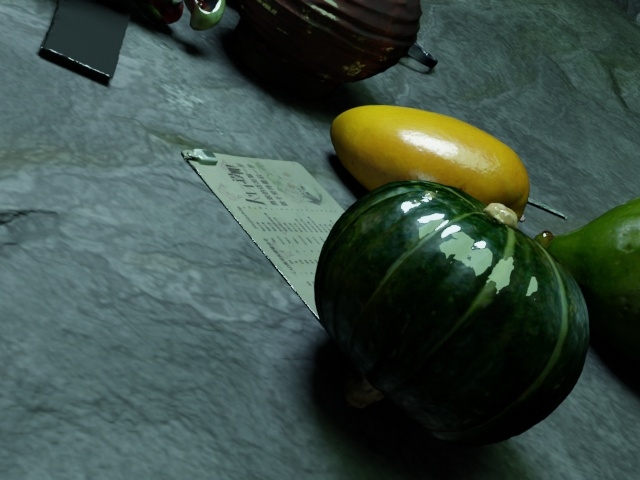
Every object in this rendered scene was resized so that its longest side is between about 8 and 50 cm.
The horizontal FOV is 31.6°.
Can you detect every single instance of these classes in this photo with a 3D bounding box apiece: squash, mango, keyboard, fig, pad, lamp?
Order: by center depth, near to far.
[{"bbox_3d":[0.091,0.051,0.833,0.218,0.172,0.218,22,22,-9],"label":"squash"},{"bbox_3d":[0.000,0.001,1.015,0.159,0.009,0.265,1,39,-47],"label":"pad"},{"bbox_3d":[-0.233,-0.212,1.137,0.074,0.015,0.196,27,26,-18],"label":"keyboard"},{"bbox_3d":[0.329,0.043,1.145,0.245,0.195,0.195,4,12,30],"label":"fig"},{"bbox_3d":[0.108,-0.075,1.164,0.219,0.112,0.145,23,24,10],"label":"mango"},{"bbox_3d":[0.007,-0.288,1.294,0.247,0.247,0.247,25,26,-13],"label":"lamp"}]

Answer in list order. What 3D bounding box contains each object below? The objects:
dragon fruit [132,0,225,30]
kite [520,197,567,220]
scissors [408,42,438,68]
[{"bbox_3d":[-0.220,-0.356,1.210,0.273,0.218,0.198,44,30,-40],"label":"dragon fruit"},{"bbox_3d":[0.240,-0.054,1.378,0.152,0.005,0.137,26,28,-11],"label":"kite"},{"bbox_3d":[0.077,-0.296,1.545,0.109,0.022,0.300,44,14,24],"label":"scissors"}]
